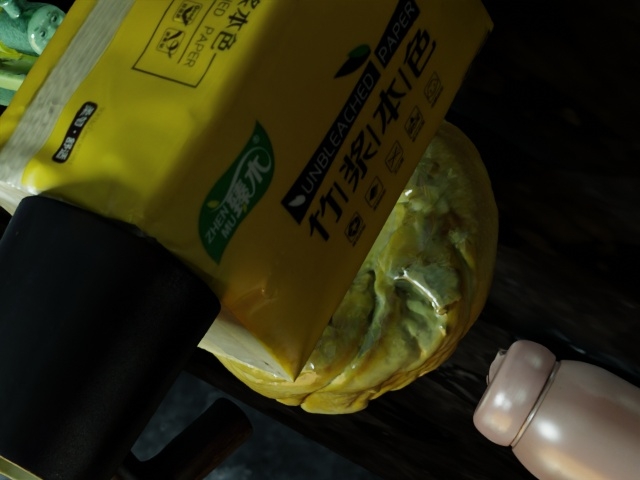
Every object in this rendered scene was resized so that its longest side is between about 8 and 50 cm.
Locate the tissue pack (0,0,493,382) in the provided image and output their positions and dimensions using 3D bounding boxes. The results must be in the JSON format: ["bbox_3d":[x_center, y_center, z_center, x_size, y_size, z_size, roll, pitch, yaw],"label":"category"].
[{"bbox_3d":[-0.056,-0.121,1.356,0.228,0.382,0.293,21,163,32],"label":"tissue pack"}]

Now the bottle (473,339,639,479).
[{"bbox_3d":[0.348,0.248,2.185,0.297,0.173,0.206,27,-162,5],"label":"bottle"}]

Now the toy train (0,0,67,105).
[{"bbox_3d":[-0.393,-0.239,2.019,0.369,0.150,0.237,14,152,39],"label":"toy train"}]

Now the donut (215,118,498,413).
[{"bbox_3d":[0.000,0.000,1.714,0.360,0.360,0.170,26,167,11],"label":"donut"}]

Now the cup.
[{"bbox_3d":[-0.153,0.103,1.204,0.239,0.177,0.166,30,163,-7],"label":"cup"}]
